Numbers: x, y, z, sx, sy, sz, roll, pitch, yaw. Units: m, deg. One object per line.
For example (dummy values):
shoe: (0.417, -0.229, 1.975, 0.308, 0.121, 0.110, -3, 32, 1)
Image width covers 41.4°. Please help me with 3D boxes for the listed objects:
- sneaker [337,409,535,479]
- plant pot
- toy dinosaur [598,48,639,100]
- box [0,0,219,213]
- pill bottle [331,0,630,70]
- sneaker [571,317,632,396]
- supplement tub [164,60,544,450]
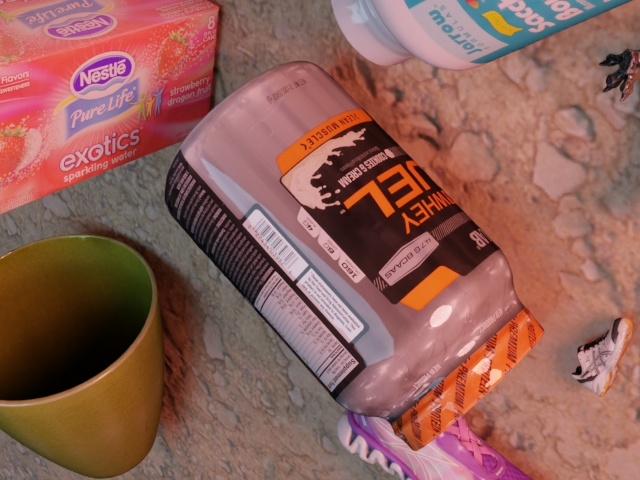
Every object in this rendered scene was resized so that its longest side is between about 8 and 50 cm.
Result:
sneaker: (0.122, 0.203, 0.846, 0.236, 0.095, 0.104, 28, 123, 29)
plant pot: (-0.323, 0.191, 1.147, 0.275, 0.275, 0.293, 26, 143, 30)
toy dinosaur: (0.256, -0.119, 0.525, 0.064, 0.118, 0.268, -107, 30, -41)
box: (-0.256, -0.156, 0.821, 0.142, 0.300, 0.154, 33, 131, 26)
pill bottle: (0.127, -0.202, 0.555, 0.264, 0.146, 0.146, -17, 101, 47)
sneaker: (0.236, 0.095, 0.716, 0.037, 0.032, 0.083, 30, 130, 27)
supplement tub: (0.029, 0.014, 0.739, 0.316, 0.193, 0.193, 47, 137, 10)
